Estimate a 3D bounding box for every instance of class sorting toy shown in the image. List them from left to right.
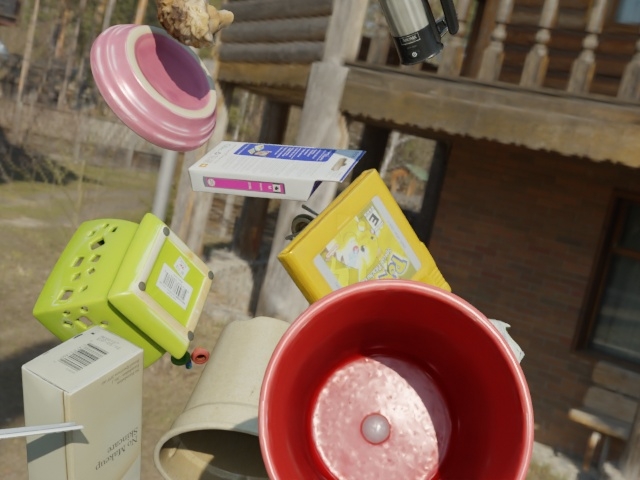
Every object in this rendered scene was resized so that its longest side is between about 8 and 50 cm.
[{"bbox_3d":[-0.340,0.297,1.961,0.102,0.061,0.042,5,31,-21],"label":"sorting toy"}]

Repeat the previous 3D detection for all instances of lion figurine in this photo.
[{"bbox_3d":[-0.330,-0.581,1.614,0.142,0.392,0.240,-31,8,2],"label":"lion figurine"}]

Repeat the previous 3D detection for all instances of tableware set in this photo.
[{"bbox_3d":[0.000,0.000,2.069,0.194,0.128,0.039,30,32,9],"label":"tableware set"}]

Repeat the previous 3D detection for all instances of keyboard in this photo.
[{"bbox_3d":[-0.455,0.267,1.023,0.256,0.014,0.072,-2,-6,-24],"label":"keyboard"}]

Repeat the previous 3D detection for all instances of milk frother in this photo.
[{"bbox_3d":[0.179,-0.412,1.366,0.129,0.134,0.143,-19,29,12],"label":"milk frother"}]

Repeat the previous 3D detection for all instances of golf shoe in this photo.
[{"bbox_3d":[0.308,0.200,1.252,0.086,0.069,0.176,2,50,-18],"label":"golf shoe"}]

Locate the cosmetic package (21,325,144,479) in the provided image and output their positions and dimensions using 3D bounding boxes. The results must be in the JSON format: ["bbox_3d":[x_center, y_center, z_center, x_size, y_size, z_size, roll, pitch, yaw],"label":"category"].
[{"bbox_3d":[-0.382,0.315,1.232,0.113,0.309,0.160,20,30,26],"label":"cosmetic package"}]

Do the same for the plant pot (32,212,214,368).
[{"bbox_3d":[-0.338,0.095,1.385,0.207,0.227,0.228,-13,-46,30],"label":"plant pot"}]

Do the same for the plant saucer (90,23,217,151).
[{"bbox_3d":[-0.358,-0.362,1.723,0.084,0.332,0.332,-33,-21,32],"label":"plant saucer"}]

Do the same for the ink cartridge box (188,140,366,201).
[{"bbox_3d":[-0.096,-0.160,1.719,0.371,0.069,0.176,4,30,21],"label":"ink cartridge box"}]

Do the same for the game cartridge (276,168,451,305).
[{"bbox_3d":[0.100,0.067,1.502,0.285,0.323,0.053,-45,20,-29],"label":"game cartridge"}]

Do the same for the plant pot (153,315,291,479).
[{"bbox_3d":[-0.131,0.337,1.537,0.334,0.334,0.305,12,46,0],"label":"plant pot"}]

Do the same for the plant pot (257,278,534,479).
[{"bbox_3d":[0.072,0.201,0.837,0.275,0.275,0.243,13,-15,4],"label":"plant pot"}]
